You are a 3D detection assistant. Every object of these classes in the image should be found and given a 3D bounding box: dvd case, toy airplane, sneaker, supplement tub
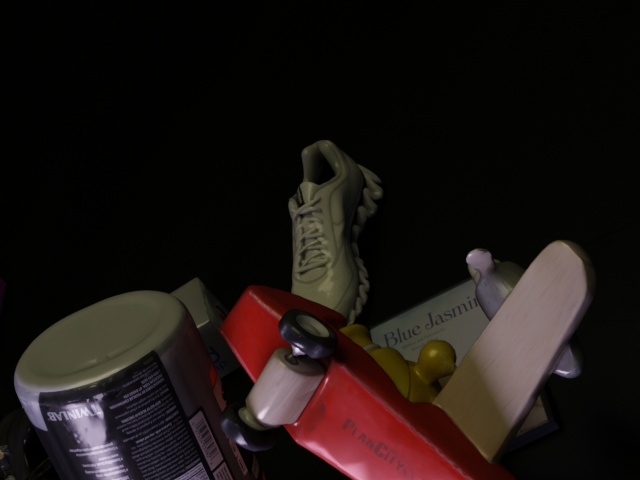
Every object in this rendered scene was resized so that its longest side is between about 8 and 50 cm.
[{"bbox_3d":[0.156,0.151,1.709,0.180,0.022,0.253,-28,40,14],"label":"dvd case"},{"bbox_3d":[0.116,0.201,1.513,0.386,0.384,0.272,-10,7,20],"label":"toy airplane"},{"bbox_3d":[0.000,0.000,1.903,0.110,0.118,0.292,-14,47,25],"label":"sneaker"},{"bbox_3d":[-0.291,0.318,1.726,0.109,0.286,0.130,-23,-8,-27],"label":"sneaker"},{"bbox_3d":[-0.172,0.228,1.577,0.194,0.316,0.193,-17,25,8],"label":"supplement tub"}]

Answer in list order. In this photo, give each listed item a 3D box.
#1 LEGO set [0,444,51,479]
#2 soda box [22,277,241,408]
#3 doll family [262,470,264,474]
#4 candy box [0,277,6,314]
[{"bbox_3d":[-0.366,0.403,1.643,0.331,0.255,0.192,-41,6,8],"label":"LEGO set"},{"bbox_3d":[-0.242,0.172,1.941,0.286,0.098,0.091,-31,40,9],"label":"soda box"},{"bbox_3d":[-0.201,0.248,1.782,0.263,0.163,0.118,15,65,45],"label":"doll family"},{"bbox_3d":[-0.590,0.141,2.263,0.233,0.071,0.159,-22,42,21],"label":"candy box"}]
